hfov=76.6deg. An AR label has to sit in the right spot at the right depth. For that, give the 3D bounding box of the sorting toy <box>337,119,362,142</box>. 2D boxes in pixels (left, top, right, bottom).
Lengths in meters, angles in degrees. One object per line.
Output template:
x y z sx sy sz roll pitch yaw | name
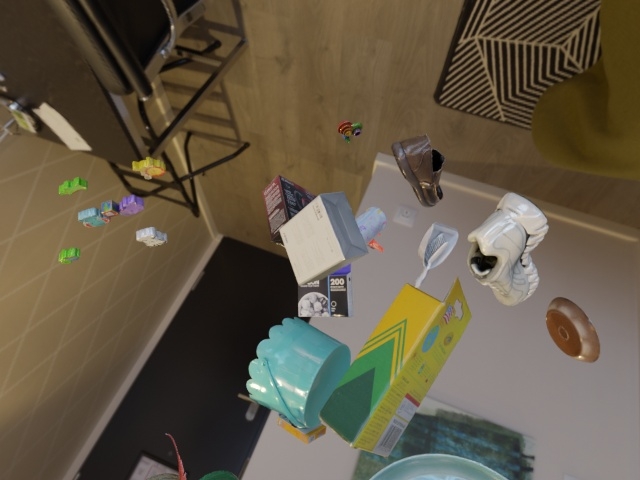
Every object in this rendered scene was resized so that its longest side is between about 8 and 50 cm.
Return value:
0.094 -0.332 1.247 0.102 0.042 0.061 -2 149 -44 | sorting toy

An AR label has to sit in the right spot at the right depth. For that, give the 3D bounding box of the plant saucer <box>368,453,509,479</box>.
0.174 0.464 0.545 0.317 0.317 0.044 13 162 21 | plant saucer

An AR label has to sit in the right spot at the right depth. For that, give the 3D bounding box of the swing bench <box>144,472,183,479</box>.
-0.368 0.792 1.073 0.165 0.255 0.253 -1 -170 -44 | swing bench

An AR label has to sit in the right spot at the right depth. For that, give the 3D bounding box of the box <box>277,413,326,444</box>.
-0.060 0.529 1.167 0.136 0.028 0.081 11 -173 40 | box

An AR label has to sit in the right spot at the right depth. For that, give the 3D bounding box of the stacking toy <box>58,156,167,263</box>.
-0.401 -0.055 0.780 0.221 0.167 0.052 -14 159 7 | stacking toy

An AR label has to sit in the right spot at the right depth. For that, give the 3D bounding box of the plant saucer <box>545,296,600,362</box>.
0.721 0.265 1.180 0.036 0.198 0.198 -18 145 -4 | plant saucer

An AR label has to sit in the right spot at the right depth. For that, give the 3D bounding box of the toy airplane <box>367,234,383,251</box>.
0.248 -0.011 1.942 0.151 0.028 0.151 36 152 23 | toy airplane

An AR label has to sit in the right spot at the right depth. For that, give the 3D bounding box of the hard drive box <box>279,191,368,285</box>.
0.000 0.000 1.107 0.232 0.089 0.181 -34 73 50 | hard drive box

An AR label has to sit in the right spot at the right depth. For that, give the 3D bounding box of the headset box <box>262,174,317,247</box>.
-0.092 -0.099 1.533 0.218 0.293 0.110 25 126 -39 | headset box

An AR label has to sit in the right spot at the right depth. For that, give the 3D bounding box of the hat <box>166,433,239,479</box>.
-0.287 0.580 0.898 0.183 0.208 0.173 -11 134 40 | hat

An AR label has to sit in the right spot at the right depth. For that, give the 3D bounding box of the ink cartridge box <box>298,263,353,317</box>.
0.015 0.175 1.482 0.206 0.208 0.045 -5 173 26 | ink cartridge box

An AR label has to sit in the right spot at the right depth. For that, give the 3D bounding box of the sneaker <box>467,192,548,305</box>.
0.324 0.043 0.740 0.110 0.118 0.292 47 171 42 | sneaker

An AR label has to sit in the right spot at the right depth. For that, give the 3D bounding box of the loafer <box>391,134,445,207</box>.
0.350 -0.216 1.312 0.130 0.134 0.366 -24 154 21 | loafer

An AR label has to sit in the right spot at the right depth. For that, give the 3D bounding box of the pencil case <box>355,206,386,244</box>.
0.164 -0.039 1.684 0.113 0.273 0.124 11 124 40 | pencil case

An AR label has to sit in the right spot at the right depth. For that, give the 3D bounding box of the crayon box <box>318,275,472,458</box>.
0.151 0.218 0.730 0.081 0.318 0.202 28 165 37 | crayon box

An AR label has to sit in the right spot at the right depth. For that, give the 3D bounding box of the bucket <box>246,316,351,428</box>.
-0.051 0.372 1.143 0.183 0.281 0.281 19 151 29 | bucket

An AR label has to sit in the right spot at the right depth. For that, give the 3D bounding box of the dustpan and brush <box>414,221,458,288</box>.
0.333 0.055 1.222 0.147 0.060 0.211 11 121 -42 | dustpan and brush
